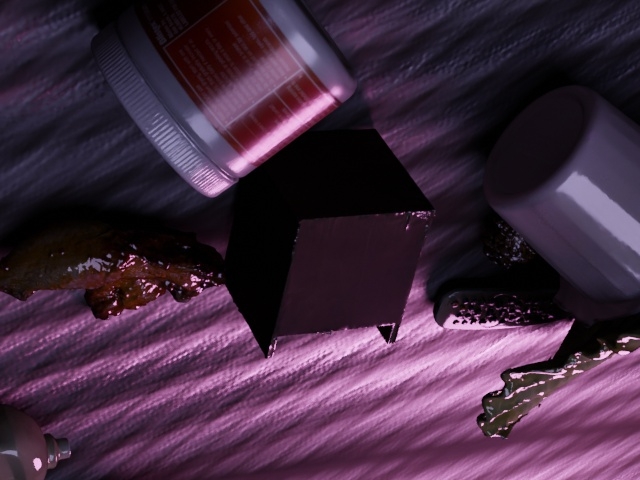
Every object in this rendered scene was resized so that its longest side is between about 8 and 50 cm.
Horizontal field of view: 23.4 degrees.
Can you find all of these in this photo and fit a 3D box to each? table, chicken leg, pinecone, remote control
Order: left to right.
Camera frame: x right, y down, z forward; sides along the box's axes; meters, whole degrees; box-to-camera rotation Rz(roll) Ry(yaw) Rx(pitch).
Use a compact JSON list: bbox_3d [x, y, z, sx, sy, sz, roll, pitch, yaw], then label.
[{"bbox_3d":[-0.255,0.036,1.714,0.322,0.083,0.177,6,145,-36],"label":"chicken leg"},{"bbox_3d":[0.000,0.000,1.747,0.169,0.172,0.193,-5,128,-25],"label":"table"},{"bbox_3d":[0.251,0.083,2.064,0.222,0.042,0.072,-2,130,-27],"label":"remote control"},{"bbox_3d":[0.242,-0.005,1.956,0.077,0.077,0.083,-1,164,-29],"label":"pinecone"}]

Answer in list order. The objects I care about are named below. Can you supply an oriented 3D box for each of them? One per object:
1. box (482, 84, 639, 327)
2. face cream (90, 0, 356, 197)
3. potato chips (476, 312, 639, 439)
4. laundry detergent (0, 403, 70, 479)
[{"bbox_3d":[0.330,-0.078,1.838,0.206,0.291,0.262,37,142,-27],"label":"box"},{"bbox_3d":[-0.091,-0.174,1.506,0.187,0.201,0.201,-37,138,7],"label":"face cream"},{"bbox_3d":[0.371,0.117,1.977,0.373,0.097,0.389,-33,179,31],"label":"potato chips"},{"bbox_3d":[-0.422,0.269,1.825,0.253,0.091,0.181,-7,135,-24],"label":"laundry detergent"}]
